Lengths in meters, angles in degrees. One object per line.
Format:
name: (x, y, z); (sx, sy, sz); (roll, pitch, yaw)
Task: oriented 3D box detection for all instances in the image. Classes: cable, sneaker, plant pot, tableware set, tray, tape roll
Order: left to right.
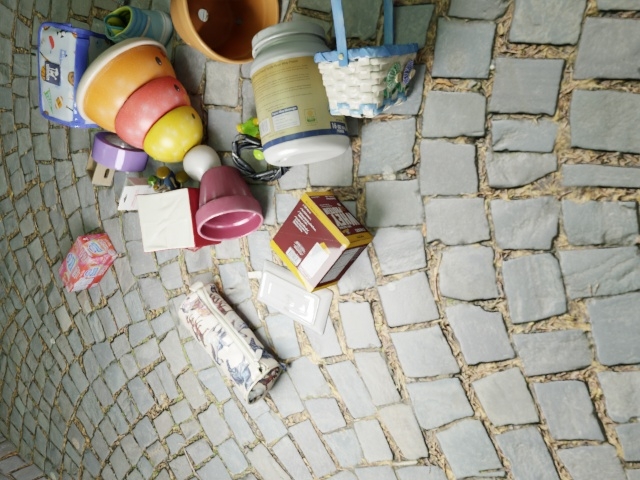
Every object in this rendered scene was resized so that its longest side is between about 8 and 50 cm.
tape roll: (-0.726, -0.324, 1.690); (0.189, 0.189, 0.080); (33, 113, 27)
sneaker: (-0.666, -0.663, 1.592); (0.127, 0.208, 0.319); (49, 120, 18)
tableware set: (-0.519, -0.219, 1.609); (0.154, 0.024, 0.104); (-34, 74, -7)
sneaker: (-0.518, -0.148, 1.652); (0.081, 0.080, 0.211); (-5, 93, 12)
plant pot: (-0.290, -0.651, 1.313); (0.203, 0.291, 0.291); (21, 109, 48)
plant pot: (-0.290, -0.120, 1.430); (0.201, 0.201, 0.180); (-32, 63, 33)
cable: (-0.180, -0.230, 1.373); (0.184, 0.047, 0.150); (22, 137, 0)
tray: (-0.091, 0.172, 1.418); (0.270, 0.030, 0.145); (23, 110, 30)

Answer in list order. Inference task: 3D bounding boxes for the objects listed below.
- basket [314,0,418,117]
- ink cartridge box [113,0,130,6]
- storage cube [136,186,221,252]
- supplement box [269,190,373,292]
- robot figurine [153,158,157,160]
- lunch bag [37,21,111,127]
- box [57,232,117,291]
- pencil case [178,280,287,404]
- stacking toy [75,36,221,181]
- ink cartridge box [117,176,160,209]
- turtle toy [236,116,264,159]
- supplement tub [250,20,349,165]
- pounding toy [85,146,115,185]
basket: (0.111, -0.445, 1.070); (0.201, 0.255, 0.289); (6, 119, 35)
ink cartridge box: (-0.750, -0.915, 1.724); (0.115, 0.029, 0.063); (35, 115, 25)
storage cube: (-0.451, -0.065, 1.503); (0.183, 0.193, 0.215); (-5, 92, 13)
supplement box: (0.000, 0.000, 1.271); (0.191, 0.129, 0.194); (48, 120, 20)
robot figurine: (-0.574, -0.333, 1.658); (0.115, 0.067, 0.101); (23, 114, 30)
lunch bag: (-0.861, -0.584, 1.643); (0.385, 0.239, 0.328); (41, 124, 56)
box: (-0.985, 0.094, 1.961); (0.257, 0.128, 0.123); (-44, 72, 31)
pencil case: (-0.294, 0.317, 1.494); (0.410, 0.160, 0.183); (44, 135, 22)
stacking toy: (-0.502, -0.375, 1.518); (0.480, 0.350, 0.350); (46, 120, -1)
ink cartridge box: (-0.647, -0.169, 1.662); (0.060, 0.180, 0.104); (40, 116, 24)
turtle toy: (-0.195, -0.309, 1.402); (0.095, 0.066, 0.130); (-6, 94, 37)
supplement tub: (-0.057, -0.368, 1.200); (0.228, 0.228, 0.316); (-8, 92, 35)
pounding toy: (-0.854, -0.301, 1.850); (0.130, 0.100, 0.141); (46, 117, 37)
